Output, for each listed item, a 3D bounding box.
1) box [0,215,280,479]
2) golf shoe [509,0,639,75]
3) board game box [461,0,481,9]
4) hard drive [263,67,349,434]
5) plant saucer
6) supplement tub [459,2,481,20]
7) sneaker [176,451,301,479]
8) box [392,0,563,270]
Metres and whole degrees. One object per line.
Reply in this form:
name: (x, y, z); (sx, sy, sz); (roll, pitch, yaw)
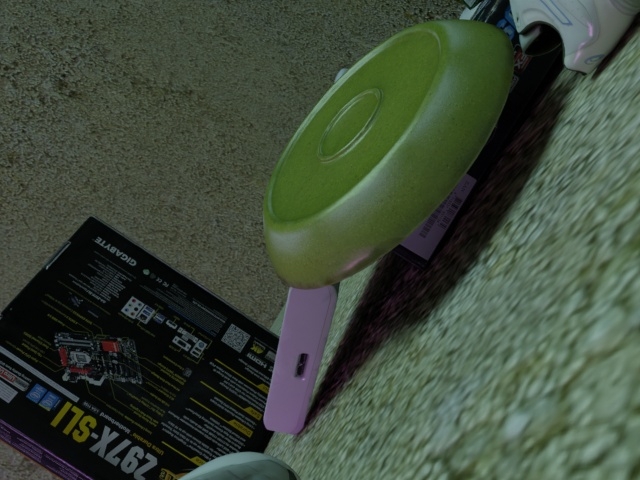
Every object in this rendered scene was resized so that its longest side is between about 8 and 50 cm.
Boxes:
box: (-0.205, 0.156, 0.826); (0.257, 0.322, 0.079); (-59, 4, -37)
golf shoe: (0.141, -0.170, 0.484); (0.176, 0.069, 0.086); (-115, 39, -54)
board game box: (0.269, -0.371, 0.824); (0.259, 0.030, 0.136); (-42, 0, -17)
hard drive: (0.000, 0.000, 0.710); (0.308, 0.040, 0.203); (-79, 1, -47)
plant saucer: (0.032, -0.075, 0.538); (0.241, 0.037, 0.241); (-41, 27, 26)
supplement tub: (0.246, -0.327, 1.016); (0.107, 0.071, 0.071); (-57, 2, 42)
sneaker: (-0.100, 0.225, 0.401); (0.297, 0.111, 0.129); (-56, -3, 14)
box: (0.130, -0.126, 0.690); (0.293, 0.073, 0.295); (-57, 2, 3)
